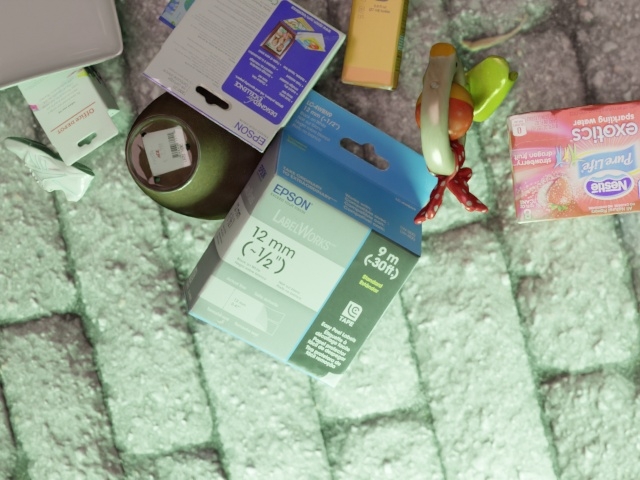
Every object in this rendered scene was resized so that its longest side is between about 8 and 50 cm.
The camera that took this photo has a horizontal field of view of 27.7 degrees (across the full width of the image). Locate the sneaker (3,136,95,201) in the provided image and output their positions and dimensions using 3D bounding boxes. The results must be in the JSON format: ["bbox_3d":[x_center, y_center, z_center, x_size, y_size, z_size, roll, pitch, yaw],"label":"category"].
[{"bbox_3d":[-0.424,-0.111,1.989,0.152,0.053,0.061,29,103,7],"label":"sneaker"}]

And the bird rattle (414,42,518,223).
[{"bbox_3d":[0.167,-0.156,1.777,0.143,0.207,0.254,11,71,23],"label":"bird rattle"}]

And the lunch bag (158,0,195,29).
[{"bbox_3d":[-0.133,-0.329,1.885,0.151,0.096,0.129,36,101,16],"label":"lunch bag"}]

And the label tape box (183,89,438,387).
[{"bbox_3d":[0.000,0.000,1.840,0.249,0.115,0.348,29,103,-17],"label":"label tape box"}]

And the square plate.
[{"bbox_3d":[-0.470,-0.383,1.937,0.344,0.049,0.347,-15,76,12],"label":"square plate"}]

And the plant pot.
[{"bbox_3d":[-0.188,-0.128,1.847,0.215,0.230,0.215,1,95,11],"label":"plant pot"}]

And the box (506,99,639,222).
[{"bbox_3d":[0.413,-0.114,1.769,0.299,0.142,0.154,-6,94,12],"label":"box"}]

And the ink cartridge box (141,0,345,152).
[{"bbox_3d":[-0.106,-0.253,1.793,0.206,0.045,0.208,34,79,5],"label":"ink cartridge box"}]

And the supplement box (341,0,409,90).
[{"bbox_3d":[0.086,-0.334,1.849,0.078,0.080,0.234,9,99,10],"label":"supplement box"}]

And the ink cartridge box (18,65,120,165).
[{"bbox_3d":[-0.380,-0.215,1.964,0.104,0.061,0.181,-31,88,12],"label":"ink cartridge box"}]
